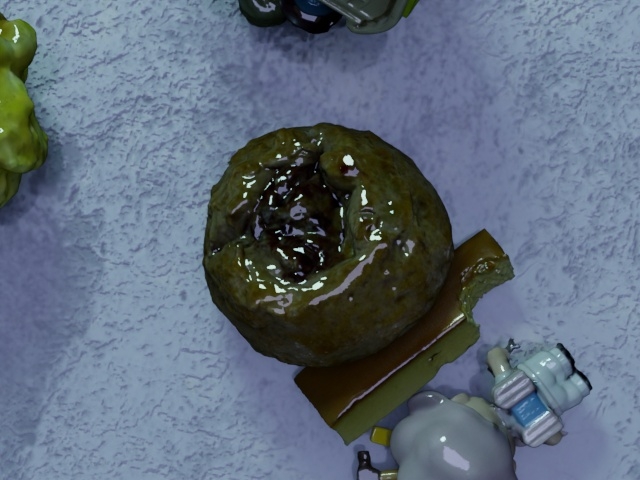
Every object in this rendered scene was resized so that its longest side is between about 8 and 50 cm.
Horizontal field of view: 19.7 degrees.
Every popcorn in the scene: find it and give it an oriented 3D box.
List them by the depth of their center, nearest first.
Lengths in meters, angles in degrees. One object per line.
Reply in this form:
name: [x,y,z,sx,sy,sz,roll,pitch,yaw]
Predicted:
popcorn: [-0.357,-0.114,1.606,0.256,0.195,0.255,27,82,17]

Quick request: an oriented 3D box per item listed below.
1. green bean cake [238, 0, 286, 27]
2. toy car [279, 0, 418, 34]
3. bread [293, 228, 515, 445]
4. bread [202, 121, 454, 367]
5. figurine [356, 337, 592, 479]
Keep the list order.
green bean cake: [-0.002,-0.298,1.671,0.183,0.094,0.185,-14,89,-2]
toy car: [0.010,-0.315,1.555,0.248,0.204,0.198,32,61,4]
bread: [0.086,0.087,1.672,0.226,0.088,0.049,-38,127,-2]
bread: [0.000,0.000,1.630,0.230,0.123,0.230,-2,73,7]
figurine: [0.145,0.181,1.663,0.229,0.112,0.137,-35,105,-6]
